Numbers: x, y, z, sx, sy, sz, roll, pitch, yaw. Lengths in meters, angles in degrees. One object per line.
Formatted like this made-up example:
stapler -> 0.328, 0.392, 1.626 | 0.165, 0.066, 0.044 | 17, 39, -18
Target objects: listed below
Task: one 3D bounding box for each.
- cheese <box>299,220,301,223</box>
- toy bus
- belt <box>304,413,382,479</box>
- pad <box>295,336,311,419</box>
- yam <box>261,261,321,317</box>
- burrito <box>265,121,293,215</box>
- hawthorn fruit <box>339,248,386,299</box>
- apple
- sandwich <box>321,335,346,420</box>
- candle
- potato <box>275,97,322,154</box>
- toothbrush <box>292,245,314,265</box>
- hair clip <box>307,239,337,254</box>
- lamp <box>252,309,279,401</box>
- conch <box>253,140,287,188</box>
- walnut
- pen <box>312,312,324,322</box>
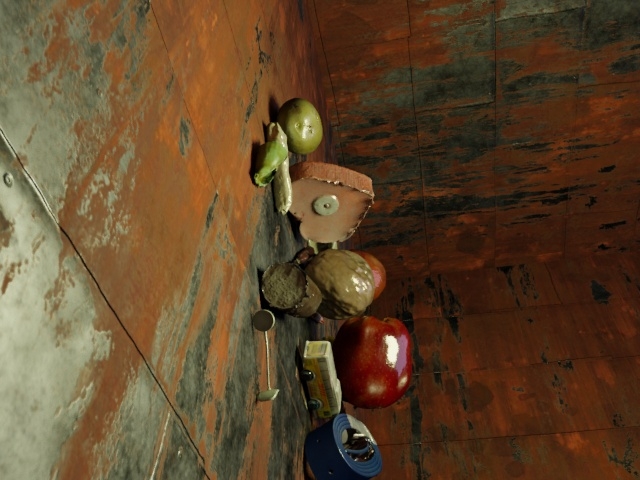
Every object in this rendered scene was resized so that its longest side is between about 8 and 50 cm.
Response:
cheese -> 0.003, -0.121, 2.161 | 0.154, 0.189, 0.198 | 51, 9, -3
toy bus -> 0.002, 0.433, 1.828 | 0.092, 0.106, 0.268 | -77, 160, -59
belt -> 0.072, 0.653, 1.817 | 0.212, 0.117, 0.347 | 58, 12, 24
pad -> -0.049, 0.437, 1.862 | 0.158, 0.003, 0.235 | -87, 168, -51
yam -> -0.071, 0.139, 1.555 | 0.279, 0.131, 0.131 | 58, 25, -74
burrito -> -0.120, -0.211, 1.742 | 0.082, 0.059, 0.275 | 172, -89, -83
hawthorn fruit -> 0.137, 0.149, 2.661 | 0.307, 0.276, 0.276 | 50, 25, -31
apple -> 0.172, 0.409, 1.977 | 0.288, 0.288, 0.316 | 47, 50, -77
sandwich -> 0.045, 0.500, 2.174 | 0.251, 0.087, 0.226 | -80, 161, -65
candle -> 0.032, -0.144, 1.928 | 0.317, 0.287, 0.131 | 53, 27, -43
potato -> -0.068, -0.370, 1.924 | 0.251, 0.159, 0.174 | -103, -152, -81
toothbrush -> -0.059, 0.055, 2.008 | 0.364, 0.041, 0.040 | -35, 118, -81
hair clip -> 0.019, -0.002, 2.360 | 0.282, 0.113, 0.172 | 12, 71, -83
lamp -> -0.124, 0.254, 1.314 | 0.056, 0.050, 0.198 | 26, 58, -79
conch -> -0.136, -0.209, 1.572 | 0.095, 0.080, 0.200 | 93, 14, -49
walnut -> 0.060, 0.147, 2.039 | 0.227, 0.273, 0.273 | -55, -174, 18
pen -> -0.016, 0.279, 2.153 | 0.239, 0.028, 0.028 | 56, 28, -73
